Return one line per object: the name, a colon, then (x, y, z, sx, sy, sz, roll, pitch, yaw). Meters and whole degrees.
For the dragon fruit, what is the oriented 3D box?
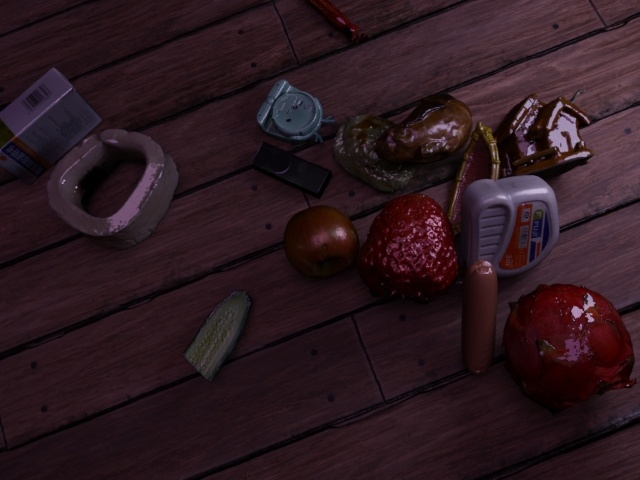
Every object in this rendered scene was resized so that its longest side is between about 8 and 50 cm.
dragon fruit: (0.575, 0.251, 1.609, 0.295, 0.296, 0.302, -16, 53, 2)

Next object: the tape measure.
tape measure: (0.460, -0.029, 1.729, 0.264, 0.258, 0.130, -9, 29, -8)

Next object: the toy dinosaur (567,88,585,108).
toy dinosaur: (0.666, -0.363, 1.907, 0.180, 0.037, 0.058, -25, 49, -8)

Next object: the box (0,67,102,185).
box: (-0.805, -0.323, 1.979, 0.299, 0.200, 0.106, -43, 72, -6)

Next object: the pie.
pie: (0.159, -0.257, 1.905, 0.247, 0.090, 0.201, 32, 75, 10)

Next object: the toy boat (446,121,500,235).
toy boat: (0.405, -0.152, 1.829, 0.141, 0.099, 0.318, 11, 80, 46)

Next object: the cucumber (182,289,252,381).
cucumber: (-0.254, 0.245, 1.817, 0.115, 0.063, 0.244, 30, 79, 23)

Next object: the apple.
apple: (0.000, 0.000, 1.796, 0.195, 0.196, 0.196, -2, 73, 6)

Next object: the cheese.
cheese: (-0.574, -0.155, 1.927, 0.292, 0.153, 0.332, 36, 79, 15)

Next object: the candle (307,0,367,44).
candle: (0.011, -0.703, 2.075, 0.048, 0.051, 0.329, -45, 73, 3)

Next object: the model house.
model house: (0.571, -0.278, 1.815, 0.219, 0.199, 0.229, -11, 76, -10)

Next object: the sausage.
sausage: (0.389, 0.191, 1.687, 0.086, 0.086, 0.289, 2, 106, 7)

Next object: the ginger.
ginger: (0.293, -0.289, 1.811, 0.321, 0.172, 0.165, -26, 114, -35)

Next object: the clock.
clock: (-0.065, -0.358, 1.975, 0.210, 0.066, 0.159, 25, 79, 12)

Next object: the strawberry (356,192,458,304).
strawberry: (0.223, 0.018, 1.733, 0.257, 0.257, 0.277, 5, 86, 8)

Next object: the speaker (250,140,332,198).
speaker: (-0.081, -0.200, 1.939, 0.218, 0.044, 0.082, 26, 78, 13)
